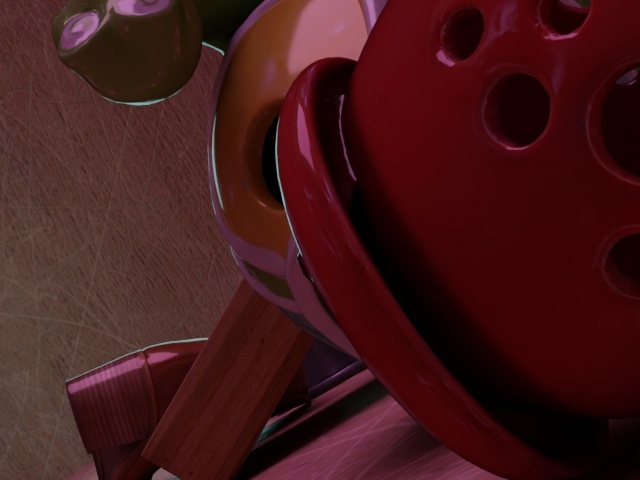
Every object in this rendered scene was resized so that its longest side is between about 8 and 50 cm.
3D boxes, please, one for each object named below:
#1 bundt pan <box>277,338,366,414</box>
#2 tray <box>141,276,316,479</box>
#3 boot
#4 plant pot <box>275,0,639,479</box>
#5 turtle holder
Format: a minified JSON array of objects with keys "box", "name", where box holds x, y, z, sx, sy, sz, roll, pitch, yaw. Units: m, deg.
[{"box":[0.040,0.059,1.481,0.330,0.124,0.331,-31,-2,-1],"name":"bundt pan"},{"box":[0.000,0.000,1.105,0.411,0.076,0.203,-61,0,-1],"name":"tray"},{"box":[-0.121,0.165,1.332,0.220,0.109,0.283,-16,-29,-9],"name":"boot"},{"box":[0.092,-0.030,0.447,0.174,0.191,0.191,-34,-2,23],"name":"plant pot"},{"box":[0.043,-0.061,0.736,0.243,0.320,0.227,-25,26,22],"name":"turtle holder"}]
